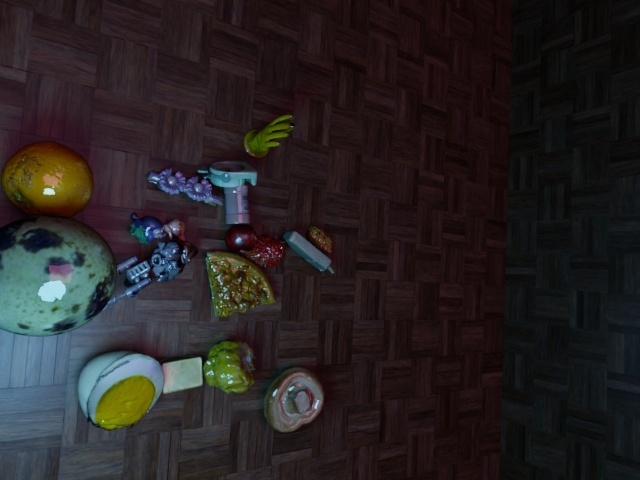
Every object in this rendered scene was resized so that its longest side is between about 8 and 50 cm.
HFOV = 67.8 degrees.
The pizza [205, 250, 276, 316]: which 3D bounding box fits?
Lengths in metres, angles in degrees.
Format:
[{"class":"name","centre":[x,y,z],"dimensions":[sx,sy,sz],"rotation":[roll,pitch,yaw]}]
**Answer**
[{"class":"pizza","centre":[-0.314,0.153,1.895],"dimensions":[0.257,0.087,0.269],"rotation":[-14,94,-37]}]

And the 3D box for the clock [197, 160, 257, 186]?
[{"class":"clock","centre":[-0.361,-0.256,1.836],"dimensions":[0.210,0.159,0.066],"rotation":[-8,119,-28]}]

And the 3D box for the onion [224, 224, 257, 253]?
[{"class":"onion","centre":[-0.310,-0.005,1.873],"dimensions":[0.131,0.131,0.131],"rotation":[1,88,-35]}]

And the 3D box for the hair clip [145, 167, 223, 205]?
[{"class":"hair clip","centre":[-0.503,-0.199,1.782],"dimensions":[0.292,0.084,0.106],"rotation":[20,59,-28]}]

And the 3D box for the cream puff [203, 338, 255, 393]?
[{"class":"cream puff","centre":[-0.353,0.471,1.786],"dimensions":[0.194,0.221,0.195],"rotation":[-3,124,-5]}]

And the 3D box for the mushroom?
[{"class":"mushroom","centre":[-0.107,0.662,1.979],"dimensions":[0.278,0.146,0.278],"rotation":[-2,95,-28]}]

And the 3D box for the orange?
[{"class":"orange","centre":[-0.820,-0.179,1.450],"dimensions":[0.246,0.246,0.246],"rotation":[1,88,-35]}]

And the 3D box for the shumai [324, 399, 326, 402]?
[{"class":"shumai","centre":[-0.018,0.694,2.081],"dimensions":[0.083,0.080,0.082],"rotation":[-31,104,-31]}]

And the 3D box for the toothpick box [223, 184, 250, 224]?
[{"class":"toothpick box","centre":[-0.330,-0.139,1.879],"dimensions":[0.098,0.098,0.149],"rotation":[-4,90,-35]}]

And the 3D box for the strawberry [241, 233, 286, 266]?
[{"class":"strawberry","centre":[-0.220,0.043,1.961],"dimensions":[0.192,0.085,0.140],"rotation":[27,75,-29]}]

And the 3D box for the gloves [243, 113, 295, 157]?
[{"class":"gloves","centre":[-0.188,-0.407,1.868],"dimensions":[0.116,0.294,0.133],"rotation":[18,78,-32]}]

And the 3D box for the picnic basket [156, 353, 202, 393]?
[{"class":"picnic basket","centre":[-0.516,0.484,1.739],"dimensions":[0.164,0.079,0.115],"rotation":[1,87,-36]}]

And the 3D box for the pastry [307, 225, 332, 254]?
[{"class":"pastry","centre":[0.000,0.000,2.132],"dimensions":[0.140,0.056,0.080],"rotation":[36,58,-26]}]

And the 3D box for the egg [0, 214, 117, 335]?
[{"class":"egg","centre":[-0.800,0.101,1.367],"dimensions":[0.345,0.427,0.345],"rotation":[-7,90,-67]}]

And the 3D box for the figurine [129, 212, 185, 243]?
[{"class":"figurine","centre":[-0.583,-0.042,1.707],"dimensions":[0.195,0.111,0.102],"rotation":[-3,104,-40]}]

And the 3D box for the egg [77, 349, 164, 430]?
[{"class":"egg","centre":[-0.672,0.477,1.586],"dimensions":[0.264,0.174,0.286],"rotation":[-53,139,-17]}]

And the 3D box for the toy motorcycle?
[{"class":"toy motorcycle","centre":[-0.587,0.100,1.630],"dimensions":[0.401,0.207,0.134],"rotation":[-29,84,-31]}]

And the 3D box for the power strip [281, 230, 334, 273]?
[{"class":"power strip","centre":[-0.043,0.059,2.077],"dimensions":[0.288,0.093,0.053],"rotation":[40,69,-28]}]
